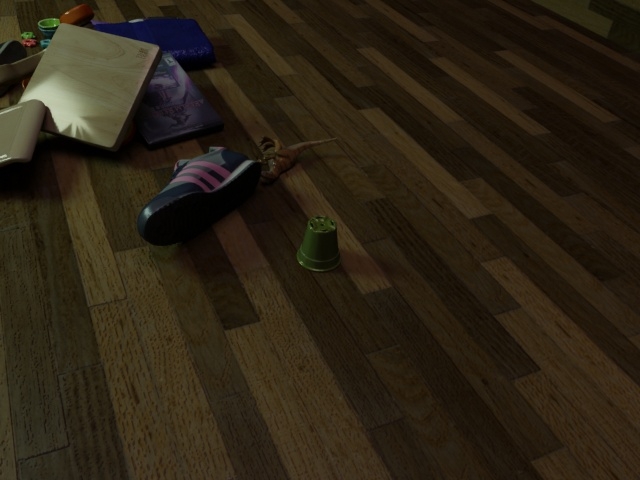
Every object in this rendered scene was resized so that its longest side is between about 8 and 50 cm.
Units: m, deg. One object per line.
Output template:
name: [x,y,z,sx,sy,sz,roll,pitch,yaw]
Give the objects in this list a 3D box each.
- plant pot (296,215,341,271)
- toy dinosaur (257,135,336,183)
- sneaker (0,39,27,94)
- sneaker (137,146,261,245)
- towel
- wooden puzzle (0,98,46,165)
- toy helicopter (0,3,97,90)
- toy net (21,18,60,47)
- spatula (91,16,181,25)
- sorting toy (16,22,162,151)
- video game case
plant pot: [0.000,0.000,1.141,0.083,0.079,0.083,3,38,-2]
toy dinosaur: [-0.076,-0.190,1.402,0.112,0.064,0.211,39,56,11]
sneaker: [-0.835,-0.410,1.572,0.118,0.083,0.222,-3,44,26]
sneaker: [-0.252,-0.093,1.204,0.131,0.112,0.319,29,35,18]
towel: [-0.472,-0.542,1.779,0.308,0.076,0.227,-13,49,-23]
wooden puzzle: [-0.686,-0.191,1.284,0.239,0.044,0.221,-14,44,1]
toy helicopter: [-0.681,-0.426,1.526,0.235,0.140,0.355,-18,20,35]
toy net: [-0.770,-0.562,1.780,0.122,0.045,0.232,-15,43,-25]
spatula: [-0.572,-0.673,1.958,0.296,0.030,0.084,-16,44,-26]
sorting toy: [-0.503,-0.328,1.405,0.257,0.089,0.255,17,75,12]
video game case: [-0.382,-0.339,1.503,0.196,0.026,0.274,-24,63,-32]
